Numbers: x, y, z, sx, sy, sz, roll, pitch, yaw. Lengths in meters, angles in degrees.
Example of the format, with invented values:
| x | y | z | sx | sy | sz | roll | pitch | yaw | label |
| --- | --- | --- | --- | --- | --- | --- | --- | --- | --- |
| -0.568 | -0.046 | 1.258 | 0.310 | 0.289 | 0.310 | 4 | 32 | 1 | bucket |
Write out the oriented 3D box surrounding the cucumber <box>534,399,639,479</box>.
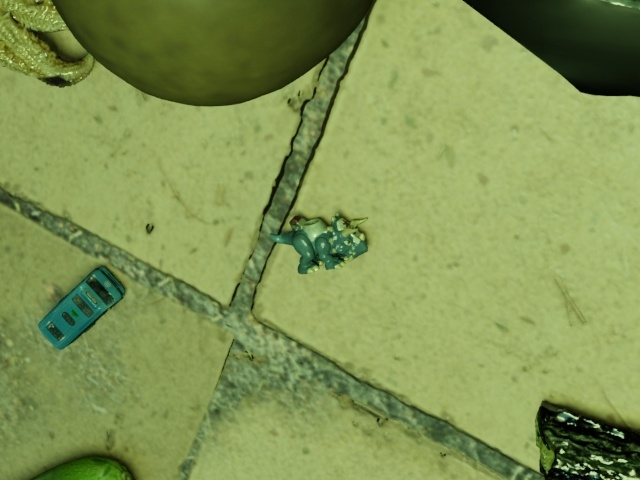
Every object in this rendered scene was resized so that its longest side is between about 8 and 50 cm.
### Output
| x | y | z | sx | sy | sz | roll | pitch | yaw | label |
| --- | --- | --- | --- | --- | --- | --- | --- | --- | --- |
| 0.283 | 0.190 | 1.020 | 0.245 | 0.067 | 0.067 | 14 | 117 | 19 | cucumber |

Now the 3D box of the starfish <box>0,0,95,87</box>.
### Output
| x | y | z | sx | sy | sz | roll | pitch | yaw | label |
| --- | --- | --- | --- | --- | --- | --- | --- | --- | --- |
| -0.288 | -0.210 | 1.091 | 0.238 | 0.071 | 0.216 | 39 | 117 | 11 | starfish |

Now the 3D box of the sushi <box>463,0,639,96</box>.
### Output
| x | y | z | sx | sy | sz | roll | pitch | yaw | label |
| --- | --- | --- | --- | --- | --- | --- | --- | --- | --- |
| 0.237 | -0.196 | 0.781 | 0.227 | 0.215 | 0.212 | 14 | 86 | 39 | sushi |

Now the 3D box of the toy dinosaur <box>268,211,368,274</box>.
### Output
| x | y | z | sx | sy | sz | roll | pitch | yaw | label |
| --- | --- | --- | --- | --- | --- | --- | --- | --- | --- |
| 0.000 | 0.000 | 1.077 | 0.083 | 0.030 | 0.047 | -8 | 108 | 25 | toy dinosaur |

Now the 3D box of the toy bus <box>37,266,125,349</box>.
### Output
| x | y | z | sx | sy | sz | roll | pitch | yaw | label |
| --- | --- | --- | --- | --- | --- | --- | --- | --- | --- |
| -0.220 | 0.062 | 1.192 | 0.038 | 0.046 | 0.083 | 49 | 123 | -3 | toy bus |

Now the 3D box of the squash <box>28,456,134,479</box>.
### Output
| x | y | z | sx | sy | sz | roll | pitch | yaw | label |
| --- | --- | --- | --- | --- | --- | --- | --- | --- | --- |
| -0.324 | 0.314 | 1.322 | 0.379 | 0.101 | 0.101 | -30 | 99 | 32 | squash |

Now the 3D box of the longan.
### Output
| x | y | z | sx | sy | sz | roll | pitch | yaw | label |
| --- | --- | --- | --- | --- | --- | --- | --- | --- | --- |
| -0.079 | -0.222 | 0.889 | 0.258 | 0.258 | 0.258 | 9 | 116 | 20 | longan |
